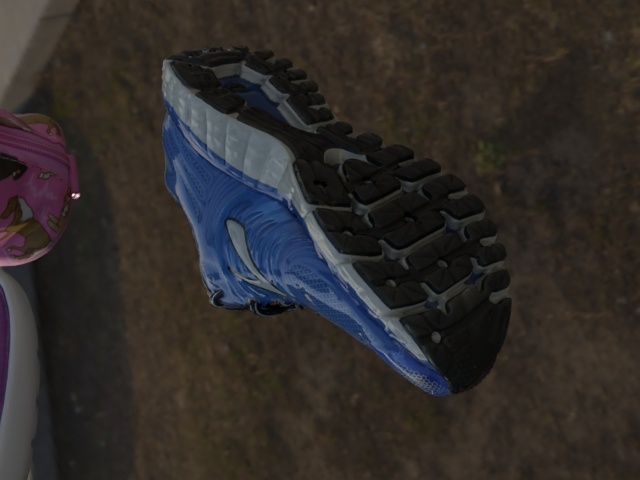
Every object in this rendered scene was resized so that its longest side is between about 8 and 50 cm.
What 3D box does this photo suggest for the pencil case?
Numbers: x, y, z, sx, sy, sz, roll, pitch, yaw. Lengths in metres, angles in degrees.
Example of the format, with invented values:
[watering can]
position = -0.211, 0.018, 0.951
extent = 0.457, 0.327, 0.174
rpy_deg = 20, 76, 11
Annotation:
[pencil case]
position = -0.395, -0.083, 1.216
extent = 0.167, 0.386, 0.160
rpy_deg = 27, 94, 38

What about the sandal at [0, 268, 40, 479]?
[sandal]
position = -0.266, 0.184, 0.748
extent = 0.169, 0.102, 0.416
rpy_deg = -6, 58, 38

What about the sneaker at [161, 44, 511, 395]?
[sneaker]
position = 0.000, 0.000, 0.937
extent = 0.330, 0.130, 0.147
rpy_deg = 45, 135, 37
